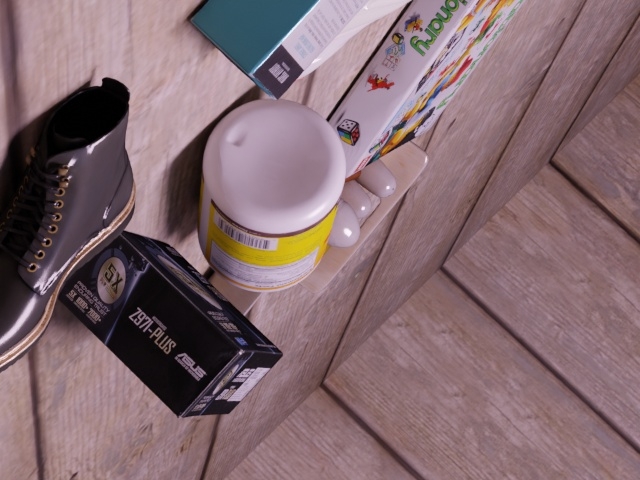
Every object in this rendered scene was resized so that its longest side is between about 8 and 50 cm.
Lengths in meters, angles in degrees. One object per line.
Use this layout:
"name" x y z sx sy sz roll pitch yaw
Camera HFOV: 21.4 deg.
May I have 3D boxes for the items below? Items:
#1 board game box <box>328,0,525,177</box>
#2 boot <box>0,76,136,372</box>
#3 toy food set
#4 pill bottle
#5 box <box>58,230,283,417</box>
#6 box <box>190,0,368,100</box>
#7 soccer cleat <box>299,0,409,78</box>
"board game box" 0.128 -0.207 1.656 0.305 0.053 0.193 -54 168 33
"boot" -0.192 -0.010 1.088 0.198 0.077 0.137 -56 171 -29
"toy food set" 0.000 0.000 1.815 0.219 0.092 0.306 -51 169 20
"pill bottle" -0.046 -0.028 1.447 0.117 0.117 0.215 -44 170 -18
"box" -0.123 0.072 1.434 0.077 0.147 0.180 -48 169 3
"box" 0.022 -0.213 1.174 0.244 0.060 0.100 -47 170 2
"soccer cleat" 0.028 -0.194 1.268 0.196 0.068 0.076 -43 167 -4
